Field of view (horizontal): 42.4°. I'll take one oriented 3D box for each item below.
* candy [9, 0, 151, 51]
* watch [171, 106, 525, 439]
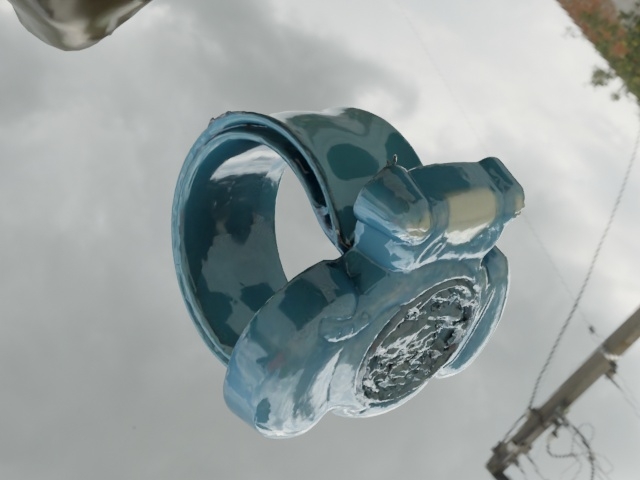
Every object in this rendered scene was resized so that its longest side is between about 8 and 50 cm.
[{"bbox_3d":[-0.083,-0.208,0.408,0.102,0.234,0.104,45,176,32],"label":"candy"},{"bbox_3d":[0.000,0.000,0.508,0.211,0.211,0.193,-11,-140,-43],"label":"watch"}]
